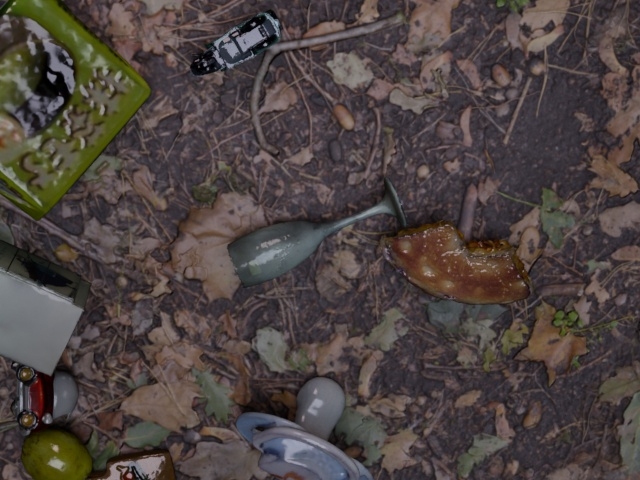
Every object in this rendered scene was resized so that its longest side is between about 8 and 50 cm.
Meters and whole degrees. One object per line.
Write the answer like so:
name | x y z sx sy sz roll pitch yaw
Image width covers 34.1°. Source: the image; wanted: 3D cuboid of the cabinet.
cabinet | -0.510 0.104 1.754 0.206 0.145 0.150 25 99 -14

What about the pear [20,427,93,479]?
pear | -0.469 0.386 1.852 0.131 0.107 0.107 33 98 2

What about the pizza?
pizza | 0.253 0.037 1.882 0.305 0.086 0.161 20 122 -11

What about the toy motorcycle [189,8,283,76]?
toy motorcycle | -0.140 -0.322 1.726 0.173 0.100 0.058 -31 106 -2

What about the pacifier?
pacifier | -0.007 0.348 1.896 0.279 0.227 0.207 34 57 -15

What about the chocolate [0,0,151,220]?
chocolate | -0.451 -0.223 1.642 0.289 0.137 0.301 43 82 -24

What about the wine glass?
wine glass | 0.000 0.000 1.741 0.309 0.264 0.096 -22 100 -2

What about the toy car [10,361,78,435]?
toy car | -0.481 0.266 1.829 0.112 0.112 0.139 -1 95 -23

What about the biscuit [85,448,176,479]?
biscuit | -0.375 0.506 1.929 0.278 0.043 0.301 32 98 -15
